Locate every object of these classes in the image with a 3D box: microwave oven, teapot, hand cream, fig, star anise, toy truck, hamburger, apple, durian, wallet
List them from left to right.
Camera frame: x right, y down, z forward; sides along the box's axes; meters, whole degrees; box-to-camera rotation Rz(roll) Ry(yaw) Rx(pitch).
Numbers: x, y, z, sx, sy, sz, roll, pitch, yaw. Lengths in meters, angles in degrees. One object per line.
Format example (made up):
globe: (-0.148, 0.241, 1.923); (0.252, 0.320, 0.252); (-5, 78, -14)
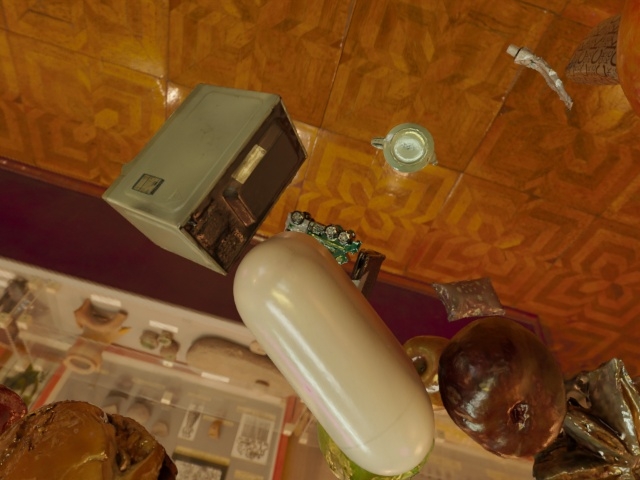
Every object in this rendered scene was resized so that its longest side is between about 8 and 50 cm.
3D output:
hamburger: (-0.332, 0.342, 0.501); (0.284, 0.305, 0.174); (-16, 127, 32)
microwave oven: (-0.233, -0.137, 0.958); (0.286, 0.355, 0.219); (18, 156, 29)
toy truck: (0.000, 0.000, 1.193); (0.215, 0.110, 0.116); (23, 96, 11)
wallet: (0.099, 0.130, 1.148); (0.071, 0.262, 0.221); (21, 95, 12)
durian: (0.103, 0.401, 0.909); (0.255, 0.339, 0.205); (40, 84, -34)
teapot: (0.276, -0.291, 1.398); (0.231, 0.159, 0.159); (18, 132, 5)
apple: (0.315, 0.373, 1.227); (0.211, 0.211, 0.188); (-22, 139, 26)
fig: (0.259, 0.174, 0.631); (0.170, 0.274, 0.146); (41, 116, 0)
hand cream: (0.642, -0.481, 1.248); (0.050, 0.084, 0.257); (-43, 75, 15)
star anise: (0.478, 0.343, 0.707); (0.331, 0.117, 0.332); (-1, 95, -11)

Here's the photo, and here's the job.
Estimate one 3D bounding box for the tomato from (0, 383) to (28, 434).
tomato: (-0.637, 0.346, 0.730); (0.139, 0.233, 0.200); (15, 167, 16)

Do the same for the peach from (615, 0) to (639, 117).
peach: (0.595, -0.270, 0.514); (0.387, 0.389, 0.389); (5, 132, 5)

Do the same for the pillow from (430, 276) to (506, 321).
pillow: (0.389, 0.148, 1.119); (0.184, 0.118, 0.043); (-6, 149, -16)

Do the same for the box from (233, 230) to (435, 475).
box: (0.019, 0.142, 0.632); (0.141, 0.289, 0.349); (-37, 93, 2)

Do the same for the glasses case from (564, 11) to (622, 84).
glasses case: (0.612, -0.400, 0.901); (0.085, 0.355, 0.137); (28, 113, 1)
